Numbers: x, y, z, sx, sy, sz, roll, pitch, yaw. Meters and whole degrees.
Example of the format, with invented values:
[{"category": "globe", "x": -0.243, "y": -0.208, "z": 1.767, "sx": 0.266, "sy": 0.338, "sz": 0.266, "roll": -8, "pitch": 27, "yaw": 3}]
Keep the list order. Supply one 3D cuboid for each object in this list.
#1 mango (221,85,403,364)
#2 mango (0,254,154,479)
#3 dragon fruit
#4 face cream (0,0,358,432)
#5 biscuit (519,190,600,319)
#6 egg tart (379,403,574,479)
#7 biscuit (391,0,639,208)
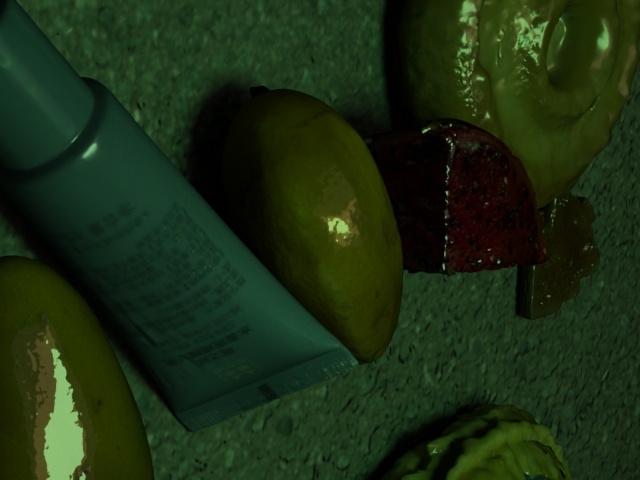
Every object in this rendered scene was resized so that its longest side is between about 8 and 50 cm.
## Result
[{"category": "mango", "x": 0.000, "y": 0.000, "z": 1.243, "sx": 0.109, "sy": 0.147, "sz": 0.227, "roll": -25, "pitch": 123, "yaw": -7}, {"category": "mango", "x": -0.170, "y": 0.129, "z": 1.082, "sx": 0.138, "sy": 0.113, "sz": 0.253, "roll": -32, "pitch": 121, "yaw": -43}, {"category": "dragon fruit", "x": 0.094, "y": -0.032, "z": 1.352, "sx": 0.161, "sy": 0.120, "sz": 0.127, "roll": 0, "pitch": 99, "yaw": -47}, {"category": "face cream", "x": -0.119, "y": -0.005, "z": 1.125, "sx": 0.385, "sy": 0.135, "sz": 0.086, "roll": 54, "pitch": 20, "yaw": -41}, {"category": "biscuit", "x": 0.210, "y": 0.016, "z": 1.597, "sx": 0.130, "sy": 0.019, "sz": 0.119, "roll": -57, "pitch": 138, "yaw": -25}, {"category": "egg tart", "x": 0.141, "y": 0.333, "z": 1.489, "sx": 0.388, "sy": 0.169, "sz": 0.388, "roll": -25, "pitch": 122, "yaw": -49}, {"category": "biscuit", "x": 0.173, "y": -0.167, "z": 1.444, "sx": 0.296, "sy": 0.102, "sz": 0.296, "roll": -18, "pitch": 113, "yaw": -50}]
